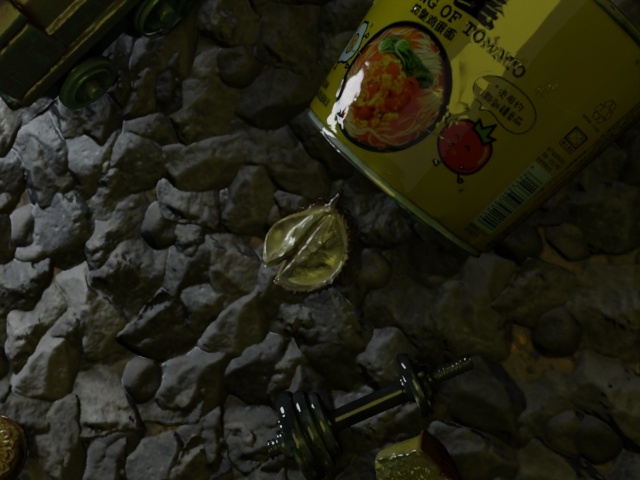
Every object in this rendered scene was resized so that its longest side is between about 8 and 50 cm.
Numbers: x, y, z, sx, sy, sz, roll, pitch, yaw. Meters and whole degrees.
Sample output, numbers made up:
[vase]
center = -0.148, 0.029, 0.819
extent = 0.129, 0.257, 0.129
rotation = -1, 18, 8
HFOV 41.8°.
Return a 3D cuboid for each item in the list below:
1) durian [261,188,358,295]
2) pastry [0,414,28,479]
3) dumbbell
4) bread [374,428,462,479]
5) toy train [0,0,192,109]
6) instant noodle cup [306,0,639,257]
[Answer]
[durian]
center = -0.001, -0.002, 0.995
extent = 0.110, 0.071, 0.140
rotation = 36, 105, 15
[pastry]
center = -0.418, 0.265, 1.050
extent = 0.109, 0.057, 0.097
rotation = -24, 76, 4
[dumbbell]
center = 0.056, 0.188, 0.957
extent = 0.254, 0.110, 0.110
rotation = -25, 82, 1
[bread]
center = 0.124, 0.287, 0.924
extent = 0.086, 0.125, 0.156
rotation = -22, 80, 15
[toy train]
center = -0.292, -0.291, 0.992
extent = 0.304, 0.221, 0.150
rotation = -44, 78, 3
[instant noodle cup]
center = 0.158, -0.154, 0.876
extent = 0.325, 0.325, 0.254
rotation = 41, 102, 10
